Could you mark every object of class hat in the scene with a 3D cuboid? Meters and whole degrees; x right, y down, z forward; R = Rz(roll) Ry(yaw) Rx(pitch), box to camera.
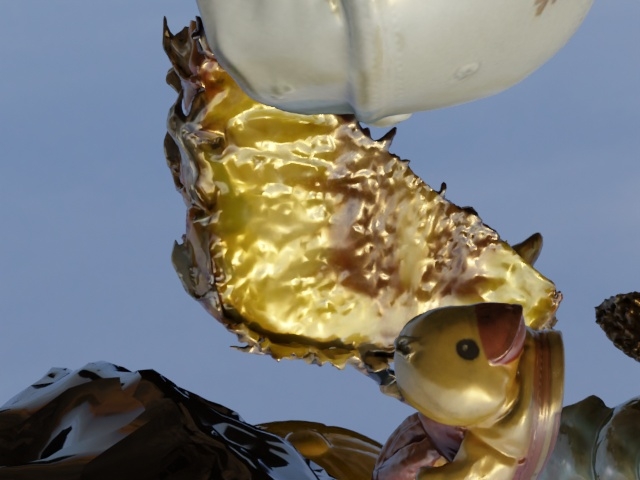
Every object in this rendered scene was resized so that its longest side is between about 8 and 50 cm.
[{"bbox_3d":[0.099,-0.170,0.816,0.301,0.168,0.258,-26,-172,38],"label":"hat"}]

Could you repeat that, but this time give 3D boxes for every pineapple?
[{"bbox_3d":[-0.003,0.005,1.198,0.334,0.158,0.161,28,175,-28],"label":"pineapple"}]

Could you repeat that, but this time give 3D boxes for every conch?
[{"bbox_3d":[0.211,0.157,1.281,0.173,0.116,0.106,-12,-140,41],"label":"conch"}]

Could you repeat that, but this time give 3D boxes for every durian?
[{"bbox_3d":[0.240,0.076,1.281,0.130,0.066,0.052,25,-114,10],"label":"durian"}]

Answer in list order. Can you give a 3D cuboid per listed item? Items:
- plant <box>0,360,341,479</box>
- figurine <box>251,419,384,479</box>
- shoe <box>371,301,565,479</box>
[{"bbox_3d":[-0.058,0.134,0.331,0.312,0.215,0.213,26,-177,-20],"label":"plant"},{"bbox_3d":[0.003,0.209,0.899,0.167,0.256,0.192,-16,-172,25],"label":"figurine"},{"bbox_3d":[0.058,0.074,0.765,0.069,0.109,0.072,5,-117,-1],"label":"shoe"}]
